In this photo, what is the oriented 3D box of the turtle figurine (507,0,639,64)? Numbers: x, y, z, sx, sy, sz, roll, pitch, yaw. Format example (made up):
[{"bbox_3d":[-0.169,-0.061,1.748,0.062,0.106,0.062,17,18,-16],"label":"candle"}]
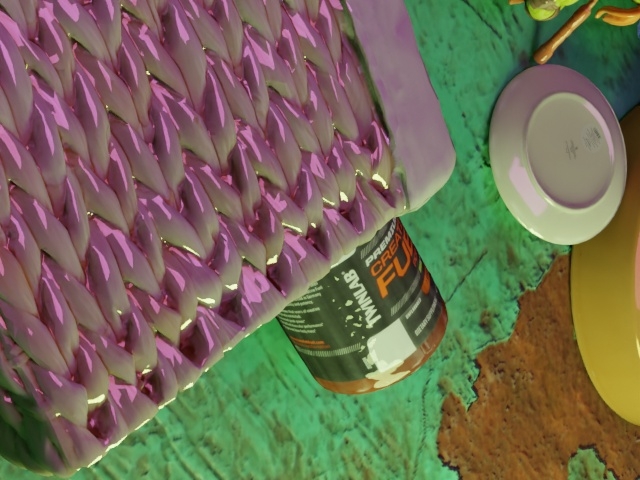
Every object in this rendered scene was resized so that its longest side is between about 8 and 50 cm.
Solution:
[{"bbox_3d":[0.164,-0.211,1.321,0.217,0.269,0.087,26,58,-17],"label":"turtle figurine"}]

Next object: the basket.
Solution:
[{"bbox_3d":[-0.169,-0.107,0.875,0.266,0.328,0.331,-42,124,-31],"label":"basket"}]

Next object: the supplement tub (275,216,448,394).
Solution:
[{"bbox_3d":[0.000,0.000,1.221,0.106,0.106,0.198,-52,129,-30],"label":"supplement tub"}]

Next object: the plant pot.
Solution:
[{"bbox_3d":[0.371,0.022,1.549,0.291,0.203,0.291,-6,98,-47],"label":"plant pot"}]

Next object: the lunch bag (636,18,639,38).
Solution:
[{"bbox_3d":[0.378,-0.292,1.471,0.221,0.138,0.293,-3,102,-46],"label":"lunch bag"}]

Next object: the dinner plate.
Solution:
[{"bbox_3d":[0.188,-0.067,1.452,0.141,0.017,0.141,6,80,-36],"label":"dinner plate"}]
